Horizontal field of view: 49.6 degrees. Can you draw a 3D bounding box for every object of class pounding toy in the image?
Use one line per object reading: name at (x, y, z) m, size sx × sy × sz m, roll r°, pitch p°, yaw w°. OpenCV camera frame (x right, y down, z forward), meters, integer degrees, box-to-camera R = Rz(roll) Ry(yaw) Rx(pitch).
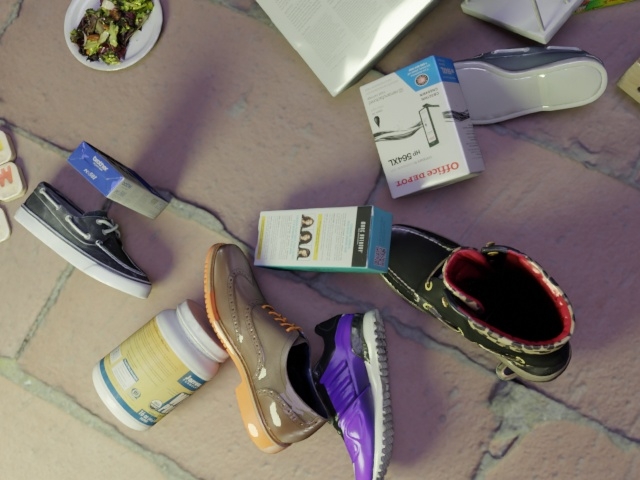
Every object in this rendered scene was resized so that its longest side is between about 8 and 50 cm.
pounding toy at (0.590, -0.259, 1.176) m, size 0.141 × 0.100 × 0.130 m, roll 44°, pitch 74°, yaw 9°

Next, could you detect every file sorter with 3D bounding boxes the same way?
file sorter at (0.373, -0.514, 1.158) m, size 0.277 × 0.173 × 0.193 m, roll -48°, pitch 51°, yaw -2°

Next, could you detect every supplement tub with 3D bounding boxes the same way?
supplement tub at (-0.265, 0.207, 1.174) m, size 0.200 × 0.144 × 0.144 m, roll -39°, pitch 79°, yaw 0°

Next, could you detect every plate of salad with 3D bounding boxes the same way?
plate of salad at (-0.404, -0.426, 1.337) m, size 0.200 × 0.048 × 0.199 m, roll -1°, pitch 82°, yaw 6°

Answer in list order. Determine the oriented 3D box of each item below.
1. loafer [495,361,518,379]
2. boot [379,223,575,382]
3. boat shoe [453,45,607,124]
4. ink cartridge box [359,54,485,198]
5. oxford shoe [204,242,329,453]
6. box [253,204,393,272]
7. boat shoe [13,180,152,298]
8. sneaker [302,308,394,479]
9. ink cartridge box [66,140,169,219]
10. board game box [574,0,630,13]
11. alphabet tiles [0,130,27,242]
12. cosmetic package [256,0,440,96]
loafer at (0.351, 0.193, 1.153) m, size 0.125 × 0.039 × 0.045 m, roll -34°, pitch 80°, yaw 1°
boot at (0.220, 0.067, 1.052) m, size 0.377 × 0.284 × 0.138 m, roll 40°, pitch 87°, yaw 20°
boat shoe at (0.327, -0.281, 1.217) m, size 0.320 × 0.116 × 0.099 m, roll -2°, pitch 36°, yaw 15°
ink cartridge box at (0.172, -0.187, 1.171) m, size 0.148 × 0.086 × 0.203 m, roll -18°, pitch 88°, yaw 31°
oxford shoe at (-0.085, 0.154, 1.145) m, size 0.133 × 0.130 × 0.363 m, roll -29°, pitch 72°, yaw 23°
box at (0.000, 0.000, 1.156) m, size 0.244 × 0.060 × 0.100 m, roll 0°, pitch 80°, yaw 39°
boat shoe at (-0.412, -0.006, 1.250) m, size 0.301 × 0.108 × 0.102 m, roll 32°, pitch 88°, yaw 18°
sneaker at (0.041, 0.266, 1.158) m, size 0.146 × 0.102 × 0.293 m, roll -5°, pitch 77°, yaw 13°
ink cartridge box at (-0.343, -0.099, 1.198) m, size 0.097 × 0.207 × 0.046 m, roll 41°, pitch 88°, yaw 11°
board game box at (0.530, -0.472, 1.231) m, size 0.182 × 0.043 × 0.092 m, roll -11°, pitch 81°, yaw 6°
alphabet tiles at (-0.715, -0.100, 1.339) m, size 0.284 × 0.021 × 0.277 m, roll -23°, pitch 79°, yaw 4°
cosmetic package at (0.066, -0.465, 1.127) m, size 0.284 × 0.097 × 0.377 m, roll 50°, pitch 131°, yaw -3°
